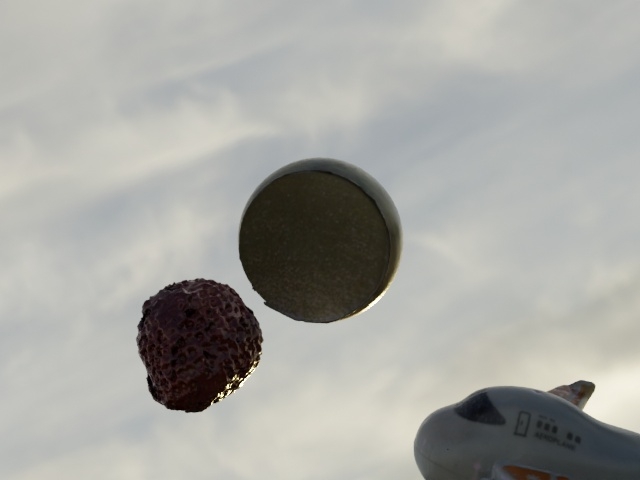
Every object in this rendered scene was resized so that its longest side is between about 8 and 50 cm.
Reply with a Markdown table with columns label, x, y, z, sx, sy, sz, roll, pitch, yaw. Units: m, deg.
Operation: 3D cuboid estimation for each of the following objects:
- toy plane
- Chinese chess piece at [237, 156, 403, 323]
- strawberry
| label | x | y | z | sx | sy | sz | roll | pitch | yaw |
| --- | --- | --- | --- | --- | --- | --- | --- | --- | --- |
| toy plane | 0.195 | 0.172 | 1.407 | 0.245 | 0.245 | 0.117 | -8 | -62 | -36 |
| Chinese chess piece | 0.000 | 0.000 | 1.310 | 0.122 | 0.122 | 0.051 | -31 | 4 | 16 |
| strawberry | -0.079 | 0.071 | 1.137 | 0.083 | 0.096 | 0.083 | -4 | -56 | -6 |
